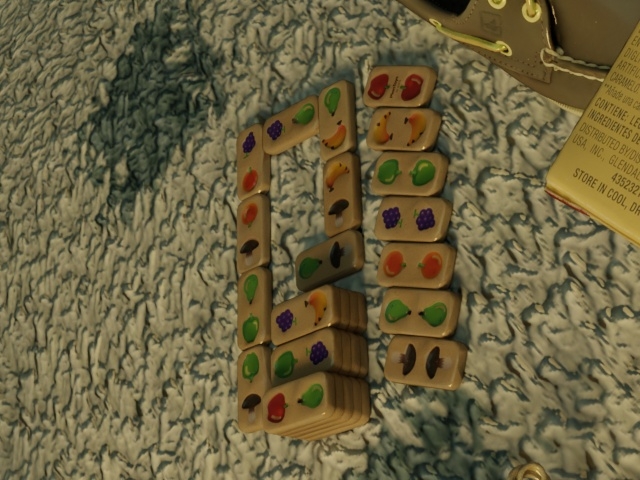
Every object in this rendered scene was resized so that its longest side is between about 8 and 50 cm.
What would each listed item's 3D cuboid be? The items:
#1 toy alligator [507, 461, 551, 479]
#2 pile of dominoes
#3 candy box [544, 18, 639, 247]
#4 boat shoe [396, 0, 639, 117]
[{"bbox_3d":[0.101,0.207,0.591,0.051,0.056,0.189,102,171,-69],"label":"toy alligator"},{"bbox_3d":[0.000,0.000,0.792,0.196,0.040,0.251,-25,58,40],"label":"pile of dominoes"},{"bbox_3d":[0.243,-0.114,0.463,0.087,0.183,0.316,40,105,47],"label":"candy box"},{"bbox_3d":[0.116,-0.148,0.685,0.305,0.091,0.109,37,102,48],"label":"boat shoe"}]
